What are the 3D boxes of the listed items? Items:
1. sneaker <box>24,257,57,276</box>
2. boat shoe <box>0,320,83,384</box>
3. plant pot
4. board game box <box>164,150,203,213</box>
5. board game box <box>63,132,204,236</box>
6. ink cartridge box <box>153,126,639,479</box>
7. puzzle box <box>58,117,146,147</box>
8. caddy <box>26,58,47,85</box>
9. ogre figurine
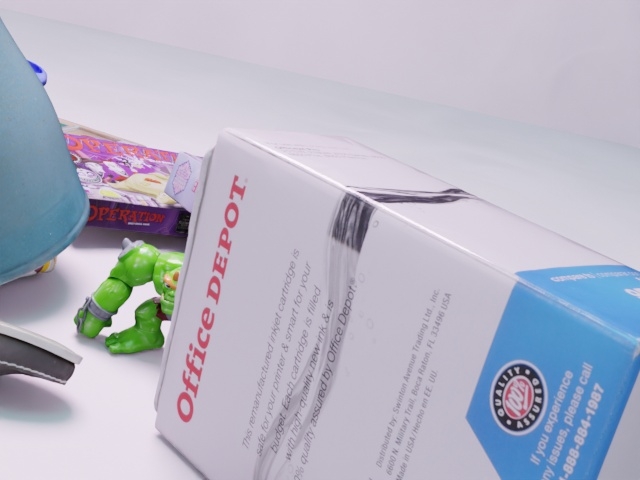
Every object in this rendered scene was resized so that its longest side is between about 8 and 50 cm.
[{"bbox_3d":[-0.393,-0.011,1.085,0.185,0.070,0.084,22,19,29],"label":"sneaker"},{"bbox_3d":[-0.327,0.096,0.823,0.227,0.069,0.081,16,-17,0],"label":"boat shoe"},{"bbox_3d":[-0.402,-0.119,0.969,0.271,0.255,0.272,-3,32,2],"label":"plant pot"},{"bbox_3d":[0.000,0.000,1.188,0.318,0.066,0.318,20,7,-32],"label":"board game box"},{"bbox_3d":[-0.221,-0.073,1.344,0.346,0.056,0.208,6,23,-38],"label":"board game box"},{"bbox_3d":[0.063,0.107,0.718,0.166,0.286,0.395,-2,25,-45],"label":"ink cartridge box"},{"bbox_3d":[-0.478,-0.128,1.399,0.272,0.052,0.409,18,19,14],"label":"puzzle box"},{"bbox_3d":[-0.538,-0.217,1.248,0.341,0.179,0.241,17,19,10],"label":"caddy"},{"bbox_3d":[-0.147,0.067,0.954,0.197,0.118,0.097,20,19,21],"label":"ogre figurine"}]
